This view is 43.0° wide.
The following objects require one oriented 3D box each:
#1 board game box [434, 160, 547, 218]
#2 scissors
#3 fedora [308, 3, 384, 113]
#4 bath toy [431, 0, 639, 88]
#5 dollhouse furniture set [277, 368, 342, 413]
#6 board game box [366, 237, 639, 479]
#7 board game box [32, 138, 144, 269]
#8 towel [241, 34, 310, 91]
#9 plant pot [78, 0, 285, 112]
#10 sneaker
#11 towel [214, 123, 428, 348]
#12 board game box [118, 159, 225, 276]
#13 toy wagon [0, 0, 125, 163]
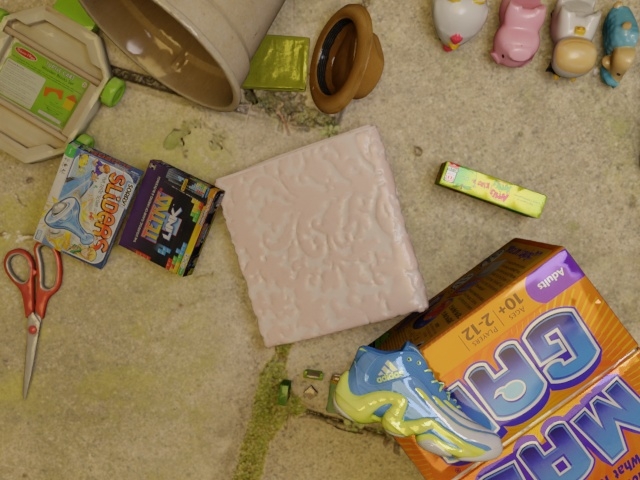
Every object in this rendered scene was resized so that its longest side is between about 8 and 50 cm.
[{"bbox_3d":[0.297,-0.089,1.428,0.181,0.092,0.043,19,94,1],"label":"board game box"},{"bbox_3d":[-0.524,0.148,1.510,0.109,0.021,0.297,-6,91,1],"label":"scissors"},{"bbox_3d":[0.055,-0.310,1.417,0.079,0.194,0.194,9,94,-34],"label":"fedora"},{"bbox_3d":[0.358,-0.353,1.404,0.348,0.129,0.151,11,49,0],"label":"bath toy"},{"bbox_3d":[0.002,0.280,1.475,0.152,0.058,0.076,8,93,2],"label":"dollhouse furniture set"},{"bbox_3d":[0.311,0.244,1.310,0.356,0.356,0.356,-37,90,4],"label":"board game box"},{"bbox_3d":[-0.416,-0.062,1.453,0.136,0.035,0.201,24,111,-6],"label":"board game box"},{"bbox_3d":[-0.141,-0.327,1.472,0.237,0.021,0.102,4,94,2],"label":"towel"},{"bbox_3d":[-0.182,-0.434,1.334,0.334,0.334,0.305,36,76,0],"label":"plant pot"},{"bbox_3d":[0.141,0.210,1.094,0.240,0.091,0.126,17,92,4],"label":"sneaker"},{"bbox_3d":[0.000,0.000,1.427,0.317,0.053,0.331,-17,89,18],"label":"towel"},{"bbox_3d":[-0.268,-0.041,1.456,0.141,0.048,0.170,25,100,11],"label":"board game box"},{"bbox_3d":[-0.485,-0.312,1.465,0.267,0.068,0.344,31,93,0],"label":"toy wagon"}]
